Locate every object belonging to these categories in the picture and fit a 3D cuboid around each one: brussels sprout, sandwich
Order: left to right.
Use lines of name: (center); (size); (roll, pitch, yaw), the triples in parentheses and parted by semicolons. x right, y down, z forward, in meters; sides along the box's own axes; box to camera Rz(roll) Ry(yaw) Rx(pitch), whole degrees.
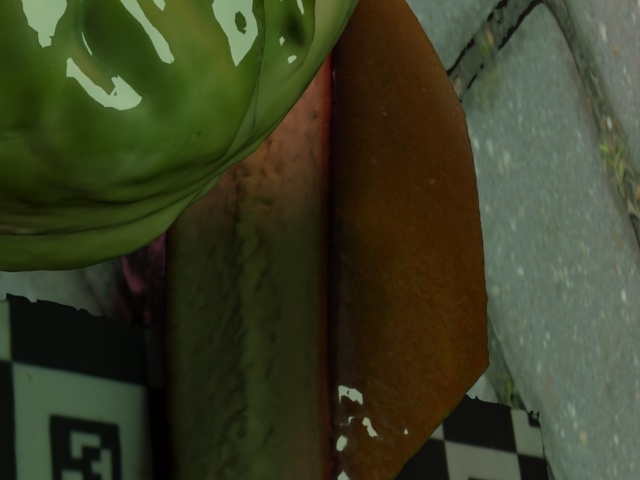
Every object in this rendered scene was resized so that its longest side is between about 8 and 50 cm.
brussels sprout: (-0.089, -0.096, 0.430); (0.223, 0.161, 0.223); (33, 39, -32)
sandwich: (0.000, 0.000, 0.552); (0.096, 0.094, 0.258); (25, 53, -40)

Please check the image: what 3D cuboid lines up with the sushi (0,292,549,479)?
sushi: (-0.009, 0.217, 0.565); (0.359, 0.064, 0.343); (17, 60, -48)
